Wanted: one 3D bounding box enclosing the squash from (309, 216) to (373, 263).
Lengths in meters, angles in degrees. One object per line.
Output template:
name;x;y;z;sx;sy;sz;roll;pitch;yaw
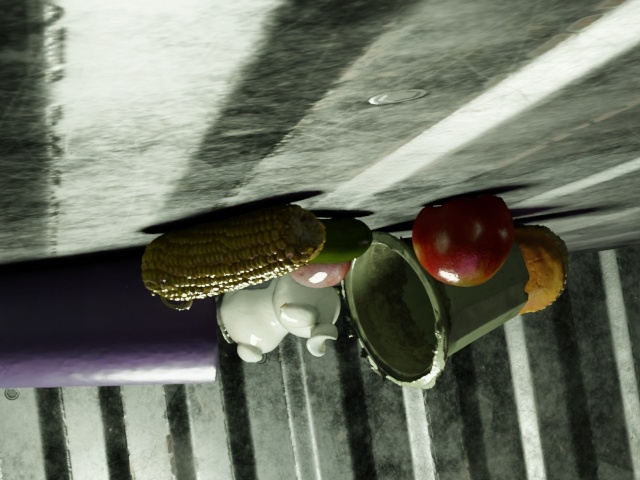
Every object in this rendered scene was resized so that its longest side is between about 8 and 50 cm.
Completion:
squash;0.000;0.000;1.613;0.069;0.069;0.258;-12;175;36

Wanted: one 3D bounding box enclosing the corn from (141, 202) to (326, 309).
corn;-0.117;0.019;1.460;0.293;0.106;0.106;-14;172;42

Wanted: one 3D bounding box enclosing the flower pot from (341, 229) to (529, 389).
flower pot;0.207;0.087;2.025;0.259;0.290;0.290;-21;-177;-31

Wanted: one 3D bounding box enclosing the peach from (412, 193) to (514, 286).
peach;0.207;0.001;1.656;0.151;0.151;0.118;-8;-172;4

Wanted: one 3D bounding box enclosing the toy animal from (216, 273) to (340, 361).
toy animal;-0.077;0.164;2.642;0.310;0.183;0.247;-8;-151;35

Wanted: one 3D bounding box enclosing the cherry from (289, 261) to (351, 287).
cherry;-0.001;0.035;1.905;0.106;0.087;0.126;-12;179;-8

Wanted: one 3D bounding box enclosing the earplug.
earplug;-0.387;0.129;1.781;0.455;0.215;0.215;-3;174;-10

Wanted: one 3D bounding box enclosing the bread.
bread;0.352;0.055;2.222;0.250;0.179;0.133;0;-174;20
